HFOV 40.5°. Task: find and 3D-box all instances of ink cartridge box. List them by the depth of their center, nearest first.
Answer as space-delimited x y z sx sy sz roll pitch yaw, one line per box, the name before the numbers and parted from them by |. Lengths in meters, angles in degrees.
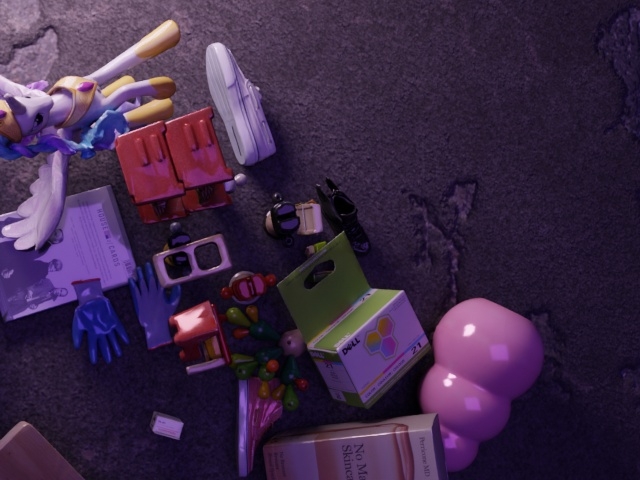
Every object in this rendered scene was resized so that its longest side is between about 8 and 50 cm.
ink cartridge box | -0.266 0.320 1.502 0.048 0.083 0.028 19 82 -15
ink cartridge box | 0.061 0.138 1.544 0.189 0.097 0.255 -38 113 -31

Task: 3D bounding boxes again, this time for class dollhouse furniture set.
dollhouse furniture set | -0.186 0.012 1.339 0.152 0.201 0.374 -17 86 -9
dollhouse furniture set | 0.000 0.000 1.607 0.059 0.076 0.151 -7 91 -29

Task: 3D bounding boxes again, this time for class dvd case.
dvd case | -0.450 0.021 1.493 0.239 0.029 0.179 -18 92 -17

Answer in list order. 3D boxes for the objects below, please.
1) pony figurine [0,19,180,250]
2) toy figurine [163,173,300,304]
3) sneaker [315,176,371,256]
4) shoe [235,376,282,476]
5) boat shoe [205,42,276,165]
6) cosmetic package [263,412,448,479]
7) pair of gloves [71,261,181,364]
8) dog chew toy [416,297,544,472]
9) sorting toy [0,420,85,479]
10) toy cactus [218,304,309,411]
pony figurine | -0.412 -0.189 1.377 0.363 0.351 0.303 -32 90 -39
toy figurine | -0.155 -0.007 1.527 0.209 0.148 0.213 26 82 -7
sneaker | 0.045 -0.040 1.609 0.051 0.089 0.170 -39 97 -15
shoe | -0.110 0.332 1.556 0.081 0.063 0.178 2 81 -12
boat shoe | -0.143 -0.251 1.580 0.076 0.083 0.226 -22 105 -28
cosmetic package | 0.065 0.398 1.507 0.296 0.129 0.153 -10 88 12
pair of gloves | -0.334 0.126 1.506 0.198 0.023 0.159 -12 105 -17
dog chew toy | 0.274 0.278 1.609 0.207 0.206 0.332 26 88 -13
sorting toy | -0.500 0.457 1.389 0.255 0.089 0.257 -47 121 -25
toy cactus | -0.081 0.192 1.548 0.180 0.112 0.219 -22 57 -40
